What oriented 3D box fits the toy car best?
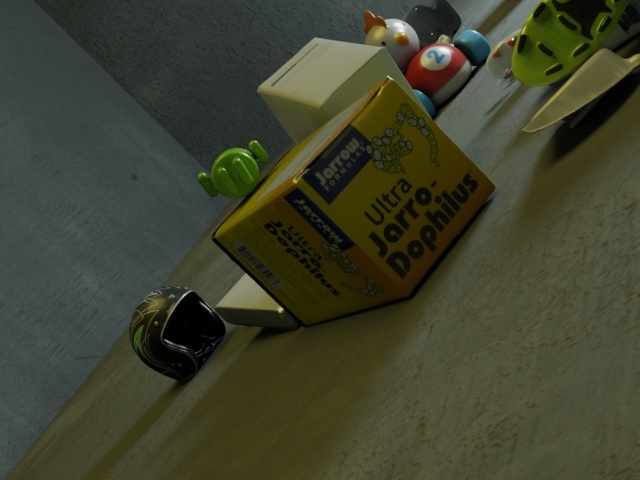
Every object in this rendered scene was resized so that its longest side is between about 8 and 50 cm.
[{"bbox_3d":[0.173,-0.377,2.108,0.219,0.238,0.210,-48,9,-15],"label":"toy car"}]

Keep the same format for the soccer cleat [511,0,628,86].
[{"bbox_3d":[0.336,-0.299,1.260,0.289,0.093,0.121,-56,-15,0],"label":"soccer cleat"}]

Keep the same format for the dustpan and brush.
[{"bbox_3d":[0.329,-0.187,1.179,0.211,0.060,0.147,-48,-6,27],"label":"dustpan and brush"}]

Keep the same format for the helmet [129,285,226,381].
[{"bbox_3d":[-0.278,0.168,1.948,0.169,0.161,0.169,-44,9,9],"label":"helmet"}]

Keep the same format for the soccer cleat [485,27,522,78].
[{"bbox_3d":[0.350,-0.322,1.641,0.196,0.068,0.076,-35,7,17],"label":"soccer cleat"}]

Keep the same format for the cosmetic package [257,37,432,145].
[{"bbox_3d":[0.055,-0.176,1.581,0.138,0.224,0.225,-43,29,-10],"label":"cosmetic package"}]

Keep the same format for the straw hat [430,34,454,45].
[{"bbox_3d":[0.296,-0.455,2.475,0.144,0.061,0.144,-43,9,9],"label":"straw hat"}]

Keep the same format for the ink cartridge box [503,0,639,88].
[{"bbox_3d":[0.398,-0.317,1.390,0.311,0.065,0.186,-30,17,49],"label":"ink cartridge box"}]

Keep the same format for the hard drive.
[{"bbox_3d":[0.000,0.000,1.696,0.353,0.047,0.233,-48,21,-23],"label":"hard drive"}]

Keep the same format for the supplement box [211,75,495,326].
[{"bbox_3d":[0.028,-0.035,1.371,0.194,0.195,0.356,-49,9,-22],"label":"supplement box"}]

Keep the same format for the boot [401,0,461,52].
[{"bbox_3d":[0.222,-0.518,2.839,0.284,0.138,0.377,-38,7,31],"label":"boot"}]

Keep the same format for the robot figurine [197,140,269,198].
[{"bbox_3d":[-0.119,-0.095,1.460,0.101,0.067,0.115,-35,9,4],"label":"robot figurine"}]
